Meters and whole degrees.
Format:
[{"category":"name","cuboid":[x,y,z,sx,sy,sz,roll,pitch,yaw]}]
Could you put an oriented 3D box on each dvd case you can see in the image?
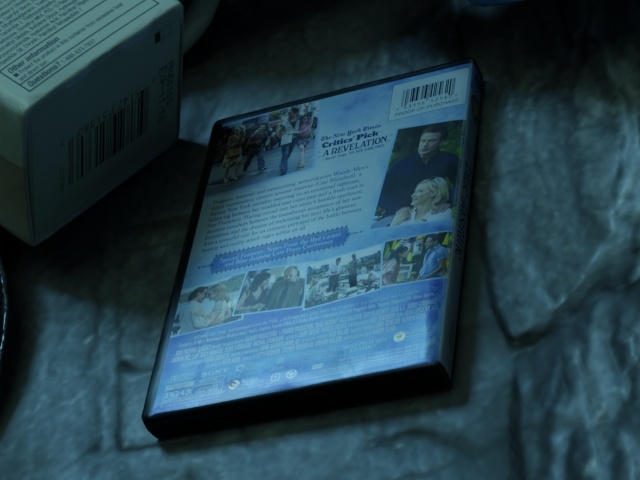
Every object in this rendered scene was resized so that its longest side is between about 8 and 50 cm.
[{"category":"dvd case","cuboid":[0.000,0.000,1.147,0.180,0.022,0.253,-13,42,22]}]

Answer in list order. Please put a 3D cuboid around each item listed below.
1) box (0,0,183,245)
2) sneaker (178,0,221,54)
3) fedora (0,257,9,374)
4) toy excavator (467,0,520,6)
[{"category":"box","cuboid":[-0.249,-0.147,1.275,0.311,0.121,0.148,34,52,24]},{"category":"sneaker","cuboid":[-0.115,-0.203,1.320,0.279,0.118,0.107,-41,42,25]},{"category":"fedora","cuboid":[-0.351,0.055,1.159,0.334,0.152,0.334,-8,51,10]},{"category":"toy excavator","cuboid":[0.173,-0.229,1.077,0.222,0.433,0.445,-26,10,-18]}]
